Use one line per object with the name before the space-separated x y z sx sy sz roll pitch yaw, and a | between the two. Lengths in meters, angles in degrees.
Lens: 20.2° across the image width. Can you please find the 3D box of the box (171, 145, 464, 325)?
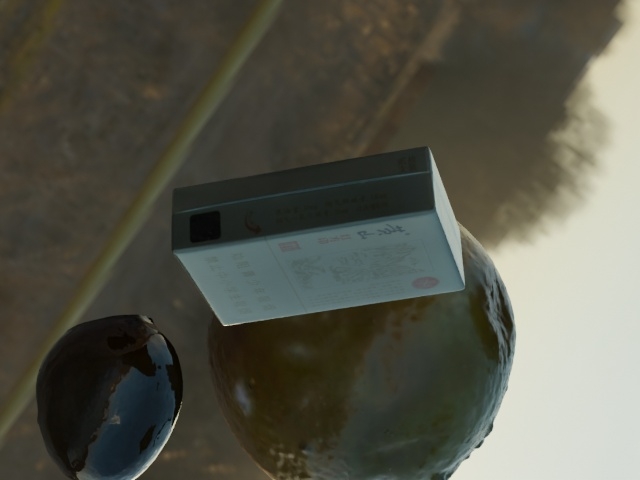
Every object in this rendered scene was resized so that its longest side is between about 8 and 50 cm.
box | 0.000 0.000 1.367 0.141 0.201 0.058 61 24 -59

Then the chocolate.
chocolate | -0.172 0.136 1.480 0.124 0.133 0.127 -12 165 -8

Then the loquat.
loquat | 0.040 0.109 1.797 0.328 0.328 0.328 -53 179 -1
